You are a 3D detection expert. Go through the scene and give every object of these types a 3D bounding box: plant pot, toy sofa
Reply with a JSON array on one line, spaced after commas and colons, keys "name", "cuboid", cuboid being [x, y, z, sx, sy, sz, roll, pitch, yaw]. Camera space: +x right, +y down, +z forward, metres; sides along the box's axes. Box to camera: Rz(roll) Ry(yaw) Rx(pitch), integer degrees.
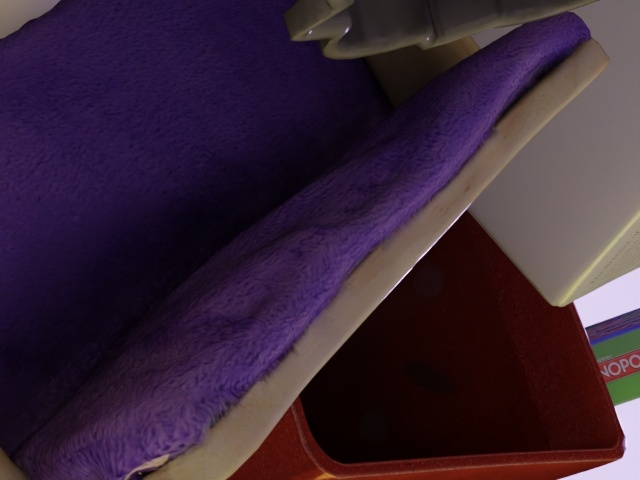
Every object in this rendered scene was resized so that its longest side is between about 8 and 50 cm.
[{"name": "plant pot", "cuboid": [-0.038, 0.041, 0.934, 0.235, 0.267, 0.267, -33, 156, 33]}, {"name": "toy sofa", "cuboid": [-0.053, -0.026, 0.617, 0.177, 0.150, 0.362, -35, -174, 39]}]

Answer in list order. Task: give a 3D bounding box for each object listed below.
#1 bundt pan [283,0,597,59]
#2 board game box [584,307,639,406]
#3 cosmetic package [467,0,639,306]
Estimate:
[{"name": "bundt pan", "cuboid": [0.125, -0.166, 0.467, 0.330, 0.124, 0.331, -21, 176, -1]}, {"name": "board game box", "cuboid": [0.239, 0.066, 1.180, 0.317, 0.046, 0.213, -23, 176, 30]}, {"name": "cosmetic package", "cuboid": [0.198, -0.107, 0.898, 0.224, 0.138, 0.224, -20, 154, -50]}]
